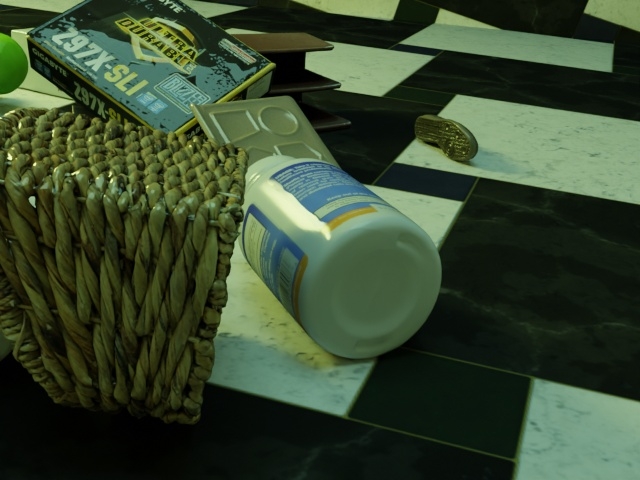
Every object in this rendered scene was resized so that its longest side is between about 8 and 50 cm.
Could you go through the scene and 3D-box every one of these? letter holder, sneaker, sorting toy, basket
[{"bbox_3d":[-0.101,-0.296,1.668,0.301,0.152,0.214,-11,28,-35],"label":"letter holder"},{"bbox_3d":[0.246,-0.194,1.601,0.071,0.066,0.188,-4,24,-24],"label":"sneaker"},{"bbox_3d":[-0.080,-0.144,1.357,0.208,0.038,0.193,-9,56,-38],"label":"sorting toy"},{"bbox_3d":[-0.188,0.019,0.749,0.223,0.214,0.299,11,14,-7],"label":"basket"}]

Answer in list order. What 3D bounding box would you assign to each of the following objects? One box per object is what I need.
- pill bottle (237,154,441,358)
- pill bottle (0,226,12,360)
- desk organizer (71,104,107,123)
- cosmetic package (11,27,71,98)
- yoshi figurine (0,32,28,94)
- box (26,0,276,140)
[{"bbox_3d":[0.000,0.000,0.944,0.152,0.152,0.272,-5,24,-23],"label":"pill bottle"},{"bbox_3d":[-0.402,-0.011,0.829,0.187,0.188,0.334,-9,26,-32],"label":"pill bottle"},{"bbox_3d":[-0.346,-0.180,1.446,0.130,0.050,0.047,5,40,-25],"label":"desk organizer"},{"bbox_3d":[-0.503,-0.348,1.749,0.231,0.117,0.085,13,22,22],"label":"cosmetic package"},{"bbox_3d":[-0.646,-0.296,1.514,0.203,0.204,0.362,27,24,11],"label":"yoshi figurine"},{"bbox_3d":[-0.280,-0.292,1.457,0.322,0.079,0.257,37,56,15],"label":"box"}]
